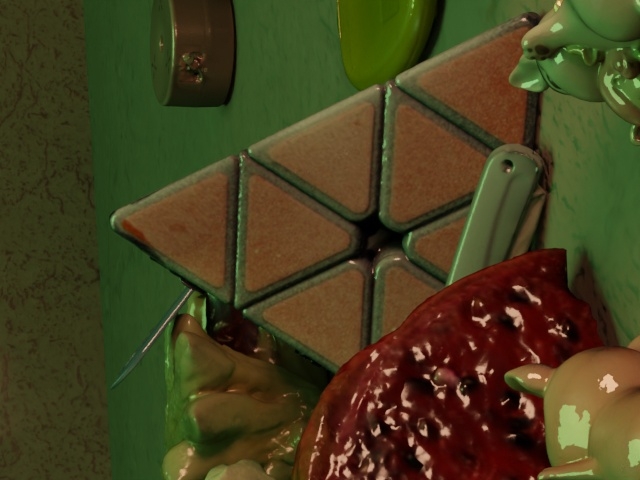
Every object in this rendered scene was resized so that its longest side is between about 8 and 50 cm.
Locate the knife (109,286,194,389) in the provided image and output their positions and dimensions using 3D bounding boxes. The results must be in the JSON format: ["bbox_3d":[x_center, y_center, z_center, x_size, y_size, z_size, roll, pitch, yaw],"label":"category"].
[{"bbox_3d":[-0.097,0.013,1.555,0.313,0.019,0.044,-52,12,-19],"label":"knife"}]

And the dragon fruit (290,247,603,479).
[{"bbox_3d":[0.094,0.225,0.973,0.240,0.302,0.330,30,140,38],"label":"dragon fruit"}]

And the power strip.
[{"bbox_3d":[-0.152,-0.233,2.014,0.154,0.078,0.154,179,90,-73],"label":"power strip"}]

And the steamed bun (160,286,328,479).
[{"bbox_3d":[-0.080,0.186,1.603,0.247,0.189,0.428,179,89,-68],"label":"steamed bun"}]

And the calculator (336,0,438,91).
[{"bbox_3d":[0.047,-0.192,1.334,0.235,0.032,0.146,150,117,-72],"label":"calculator"}]

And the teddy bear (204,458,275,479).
[{"bbox_3d":[-0.059,0.414,1.303,0.362,0.375,0.327,-45,4,48],"label":"teddy bear"}]

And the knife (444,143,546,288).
[{"bbox_3d":[0.105,0.017,1.070,0.023,0.044,0.162,-48,-25,-74],"label":"knife"}]

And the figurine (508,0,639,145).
[{"bbox_3d":[0.144,-0.095,0.870,0.146,0.081,0.098,111,153,-56],"label":"figurine"}]

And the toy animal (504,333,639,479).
[{"bbox_3d":[0.163,0.092,0.840,0.150,0.083,0.089,30,109,60],"label":"toy animal"}]

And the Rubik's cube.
[{"bbox_3d":[0.042,-0.016,1.155,0.228,0.233,0.229,18,158,37],"label":"Rubik's cube"}]
